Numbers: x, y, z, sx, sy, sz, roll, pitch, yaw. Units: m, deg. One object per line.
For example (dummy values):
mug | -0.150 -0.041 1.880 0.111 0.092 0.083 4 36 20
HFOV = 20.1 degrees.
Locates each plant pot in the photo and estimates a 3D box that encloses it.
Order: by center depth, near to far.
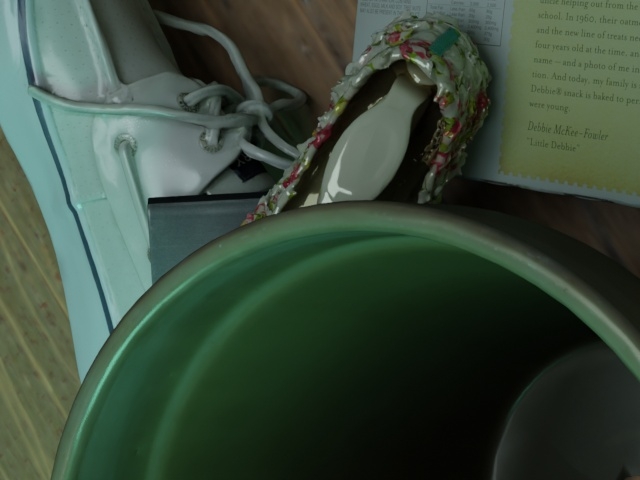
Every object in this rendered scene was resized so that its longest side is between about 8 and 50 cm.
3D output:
plant pot | 0.089 0.142 0.788 0.323 0.280 0.323 1 92 33

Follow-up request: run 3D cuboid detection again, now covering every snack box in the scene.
snack box | 0.148 -0.110 0.832 0.322 0.060 0.187 12 100 45

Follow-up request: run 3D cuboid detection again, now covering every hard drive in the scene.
hard drive | -0.017 0.021 0.914 0.135 0.022 0.094 -3 107 -3

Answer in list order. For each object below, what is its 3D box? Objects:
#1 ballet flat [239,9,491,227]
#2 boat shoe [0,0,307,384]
ballet flat | 0.000 0.000 0.855 0.091 0.077 0.241 27 103 7
boat shoe | -0.071 -0.038 0.971 0.156 0.136 0.367 -12 93 26
